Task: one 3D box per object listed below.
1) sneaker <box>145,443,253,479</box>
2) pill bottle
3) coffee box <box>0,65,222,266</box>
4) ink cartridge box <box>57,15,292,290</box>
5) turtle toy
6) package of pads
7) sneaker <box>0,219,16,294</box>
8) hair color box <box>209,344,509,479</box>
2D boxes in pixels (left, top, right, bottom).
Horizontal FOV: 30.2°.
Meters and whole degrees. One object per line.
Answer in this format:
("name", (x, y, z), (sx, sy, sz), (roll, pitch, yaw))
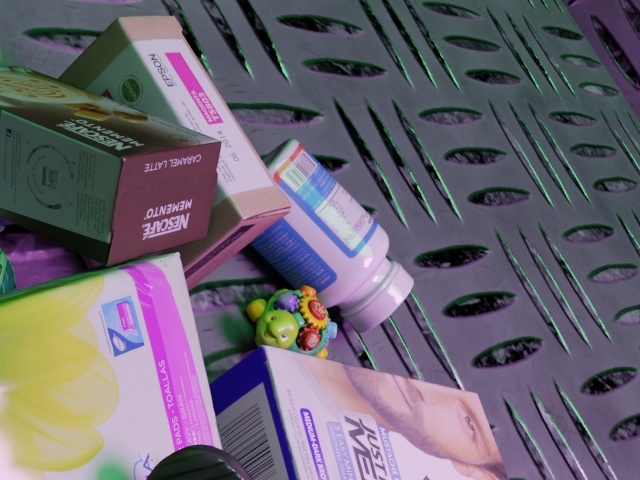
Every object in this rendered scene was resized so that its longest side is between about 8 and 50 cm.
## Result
("sneaker", (-0.060, 0.286, 0.965), (0.146, 0.122, 0.330), (-85, 160, -65))
("pill bottle", (0.000, 0.000, 1.371), (0.221, 0.124, 0.124), (47, 32, -10))
("coffee box", (-0.230, -0.074, 1.055), (0.246, 0.098, 0.141), (22, 22, 27))
("ink cartridge box", (-0.170, -0.071, 1.157), (0.088, 0.193, 0.234), (-16, 70, -57))
("turtle toy", (-0.031, 0.093, 1.291), (0.095, 0.066, 0.130), (57, 32, 9))
("package of pads", (-0.203, 0.150, 0.916), (0.296, 0.101, 0.229), (-17, 98, -56))
("sneaker", (-0.290, 0.049, 0.989), (0.081, 0.080, 0.211), (14, 49, -41))
("hair color box", (0.053, 0.234, 1.220), (0.339, 0.110, 0.185), (19, 43, -44))
